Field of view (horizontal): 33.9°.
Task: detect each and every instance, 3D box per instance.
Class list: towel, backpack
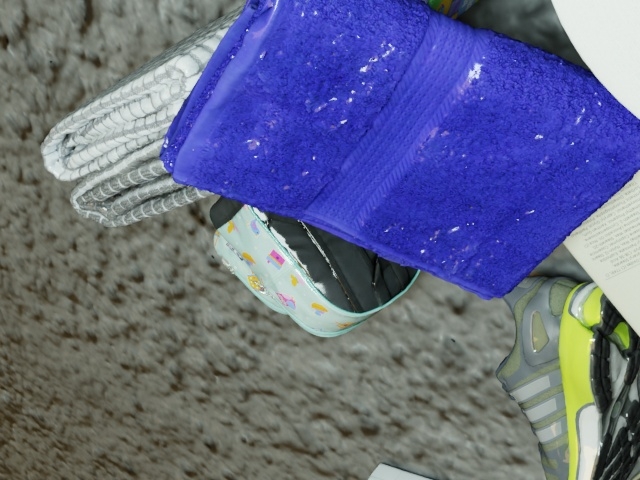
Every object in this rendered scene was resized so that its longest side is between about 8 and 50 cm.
[{"bbox_3d":[0.059,-0.063,0.747,0.308,0.076,0.227,18,142,-19],"label":"towel"},{"bbox_3d":[-0.094,-0.129,0.962,0.284,0.235,0.121,-15,113,48],"label":"towel"},{"bbox_3d":[0.000,0.000,1.031,0.188,0.166,0.144,47,141,6],"label":"backpack"}]

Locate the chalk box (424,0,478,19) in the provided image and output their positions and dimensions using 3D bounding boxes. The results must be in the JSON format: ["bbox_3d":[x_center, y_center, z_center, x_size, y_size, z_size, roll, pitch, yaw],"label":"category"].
[{"bbox_3d":[0.063,-0.236,0.755,0.132,0.213,0.132,38,138,11],"label":"chalk box"}]

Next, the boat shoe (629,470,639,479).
[{"bbox_3d":[0.379,0.257,0.929,0.132,0.130,0.355,50,139,-2],"label":"boat shoe"}]

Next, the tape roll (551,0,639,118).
[{"bbox_3d":[0.313,-0.209,0.584,0.392,0.072,0.392,10,127,14],"label":"tape roll"}]

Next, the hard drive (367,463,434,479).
[{"bbox_3d":[0.230,0.406,1.240,0.353,0.047,0.233,10,127,35],"label":"hard drive"}]

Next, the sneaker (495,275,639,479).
[{"bbox_3d":[0.236,0.154,1.010,0.121,0.111,0.300,22,128,41],"label":"sneaker"}]

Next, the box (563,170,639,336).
[{"bbox_3d":[0.315,0.040,0.844,0.275,0.094,0.113,51,140,-4],"label":"box"}]
